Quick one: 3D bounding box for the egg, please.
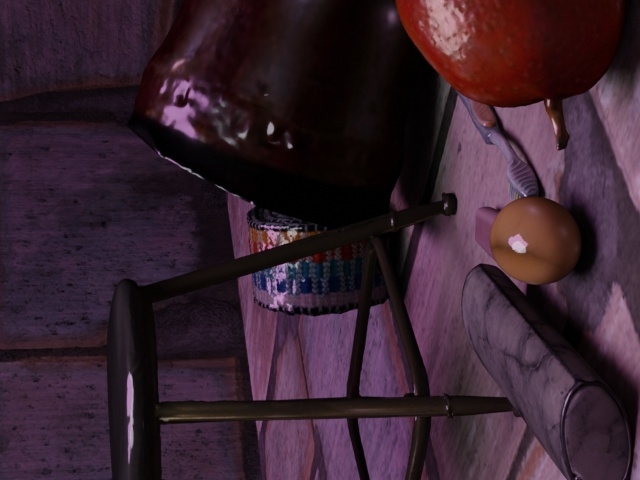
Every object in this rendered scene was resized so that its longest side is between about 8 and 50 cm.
[{"bbox_3d":[0.195,0.001,1.277,0.096,0.080,0.080,-143,52,-80],"label":"egg"}]

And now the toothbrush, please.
[{"bbox_3d":[0.173,-0.136,1.527,0.375,0.028,0.037,-107,12,-55],"label":"toothbrush"}]

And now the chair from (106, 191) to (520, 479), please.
[{"bbox_3d":[-0.032,0.197,1.624,0.365,0.410,0.362,-104,17,-50],"label":"chair"}]

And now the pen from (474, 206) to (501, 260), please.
[{"bbox_3d":[0.192,0.003,1.433,0.197,0.032,0.053,-121,33,-75],"label":"pen"}]

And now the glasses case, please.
[{"bbox_3d":[0.199,0.117,1.300,0.299,0.060,0.114,-121,18,-70],"label":"glasses case"}]

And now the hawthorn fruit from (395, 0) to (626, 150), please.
[{"bbox_3d":[0.164,-0.181,1.168,0.196,0.196,0.225,126,125,-73],"label":"hawthorn fruit"}]

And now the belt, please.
[{"bbox_3d":[0.000,0.000,2.015,0.295,0.206,0.160,-69,-24,-78],"label":"belt"}]

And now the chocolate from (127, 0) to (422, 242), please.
[{"bbox_3d":[-0.017,-0.225,1.783,0.331,0.383,0.383,-63,17,11],"label":"chocolate"}]
